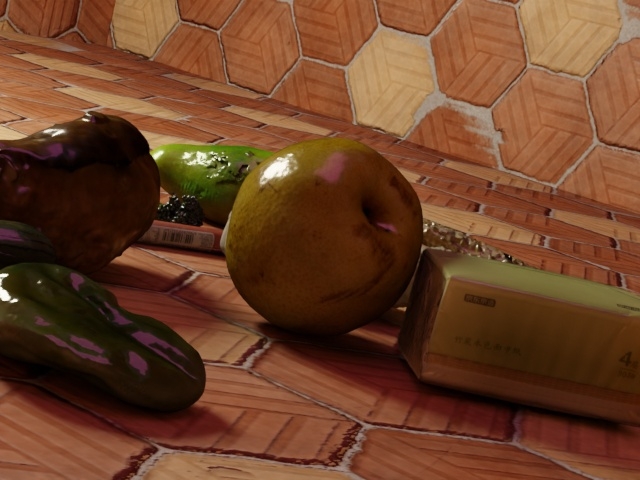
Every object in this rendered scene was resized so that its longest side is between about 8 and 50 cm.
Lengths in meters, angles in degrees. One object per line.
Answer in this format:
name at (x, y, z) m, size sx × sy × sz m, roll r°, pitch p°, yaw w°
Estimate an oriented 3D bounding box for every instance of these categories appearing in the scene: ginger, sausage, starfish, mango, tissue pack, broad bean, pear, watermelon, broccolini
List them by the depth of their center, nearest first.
broad bean at (-0.192, 0.078, 1.347) m, size 0.207 × 0.072 × 0.153 m, roll 21°, pitch 18°, yaw 33°
watermelon at (-0.301, 0.017, 1.543) m, size 0.111 × 0.078 × 0.078 m, roll 8°, pitch 11°, yaw -21°
tissue pack at (0.210, 0.094, 1.652) m, size 0.234 × 0.125 × 0.159 m, roll 13°, pitch 9°, yaw -7°
pear at (0.000, 0.000, 1.699) m, size 0.209 × 0.208 × 0.209 m, roll 13°, pitch 9°, yaw -2°
ginger at (-0.266, -0.051, 1.714) m, size 0.172 × 0.165 × 0.321 m, roll 39°, pitch 18°, yaw 18°
sausage at (-0.175, -0.006, 1.993) m, size 0.223 × 0.029 × 0.029 m, roll 9°, pitch 10°, yaw -27°
starfish at (0.280, 0.064, 2.028) m, size 0.432 × 0.082 × 0.324 m, roll 20°, pitch 7°, yaw -12°
broccolini at (-0.217, -0.037, 2.108) m, size 0.216 × 0.058 × 0.067 m, roll 15°, pitch -35°, yaw 56°
mango at (-0.124, -0.076, 2.239) m, size 0.233 × 0.111 × 0.125 m, roll 13°, pitch 5°, yaw 3°

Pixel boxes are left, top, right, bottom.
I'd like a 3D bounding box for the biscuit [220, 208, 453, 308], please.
biscuit at (0.004, 0.027, 1.901) m, size 0.281 × 0.084 × 0.179 m, roll 14°, pitch 14°, yaw 16°
